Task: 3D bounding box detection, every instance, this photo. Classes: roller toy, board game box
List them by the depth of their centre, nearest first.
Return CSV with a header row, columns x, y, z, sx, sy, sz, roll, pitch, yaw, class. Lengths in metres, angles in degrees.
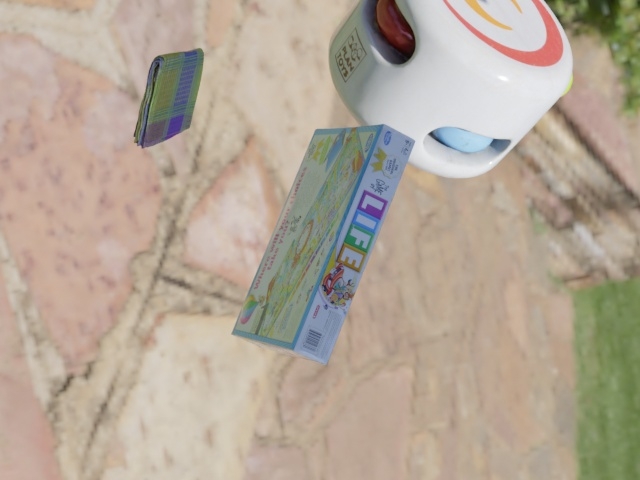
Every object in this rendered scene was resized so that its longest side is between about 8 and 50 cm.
x,y,z,sx,sy,sz,roll,pitch,yaw,class
0.000,0.000,0.960,0.026,0.103,0.154,26,82,-24,board game box
0.108,-0.159,1.299,0.209,0.146,0.191,40,36,-1,roller toy

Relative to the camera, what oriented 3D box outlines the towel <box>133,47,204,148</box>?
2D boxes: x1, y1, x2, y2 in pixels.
x,y,z,sx,sy,sz,roll,pitch,yaw,class
-0.095,-0.092,0.934,0.083,0.009,0.060,-38,144,-70,towel
